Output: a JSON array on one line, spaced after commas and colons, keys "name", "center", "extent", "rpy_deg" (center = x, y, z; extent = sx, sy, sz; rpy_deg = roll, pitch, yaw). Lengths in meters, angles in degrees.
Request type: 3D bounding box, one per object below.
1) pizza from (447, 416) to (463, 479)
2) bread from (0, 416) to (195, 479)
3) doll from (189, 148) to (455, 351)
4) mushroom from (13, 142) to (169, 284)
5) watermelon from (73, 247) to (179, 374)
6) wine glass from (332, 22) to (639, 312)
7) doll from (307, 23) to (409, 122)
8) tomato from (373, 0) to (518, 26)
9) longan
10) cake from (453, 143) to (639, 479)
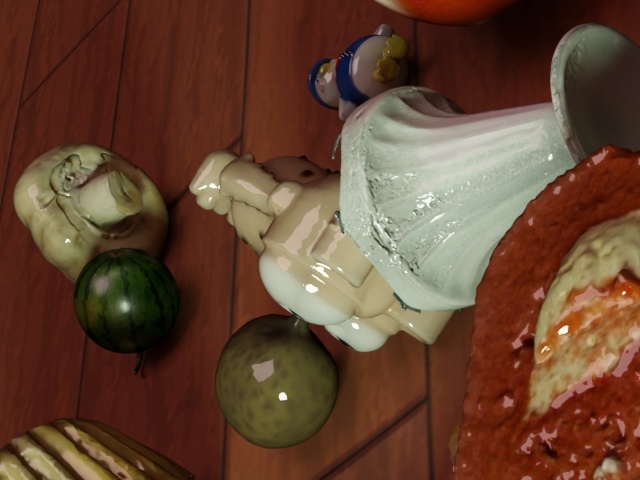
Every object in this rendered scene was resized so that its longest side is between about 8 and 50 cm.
[{"name": "pizza", "center": [0.116, 0.166, 1.193], "extent": [0.147, 0.069, 0.226], "rpy_deg": [-22, 44, 48]}, {"name": "bread", "center": [-0.218, 0.238, 1.520], "extent": [0.274, 0.149, 0.274], "rpy_deg": [-30, -9, -5]}, {"name": "doll", "center": [-0.002, -0.001, 1.480], "extent": [0.119, 0.154, 0.278], "rpy_deg": [-55, 25, -4]}, {"name": "mushroom", "center": [-0.221, -0.029, 1.905], "extent": [0.122, 0.154, 0.154], "rpy_deg": [-39, 32, 46]}, {"name": "watermelon", "center": [-0.176, 0.058, 1.803], "extent": [0.109, 0.109, 0.109], "rpy_deg": [-42, 31, 32]}, {"name": "wine glass", "center": [0.129, -0.053, 1.312], "extent": [0.196, 0.165, 0.165], "rpy_deg": [-24, 42, 40]}, {"name": "doll", "center": [0.031, -0.141, 1.687], "extent": [0.143, 0.057, 0.099], "rpy_deg": [-14, 48, 63]}, {"name": "tomato", "center": [0.093, -0.330, 1.488], "extent": [0.293, 0.289, 0.325], "rpy_deg": [51, 128, 30]}, {"name": "longan", "center": [-0.032, 0.103, 1.486], "extent": [0.113, 0.092, 0.113], "rpy_deg": [-170, 90, -75]}, {"name": "cake", "center": [0.171, 0.086, 1.049], "extent": [0.177, 0.151, 0.283], "rpy_deg": [-18, 49, 27]}]
